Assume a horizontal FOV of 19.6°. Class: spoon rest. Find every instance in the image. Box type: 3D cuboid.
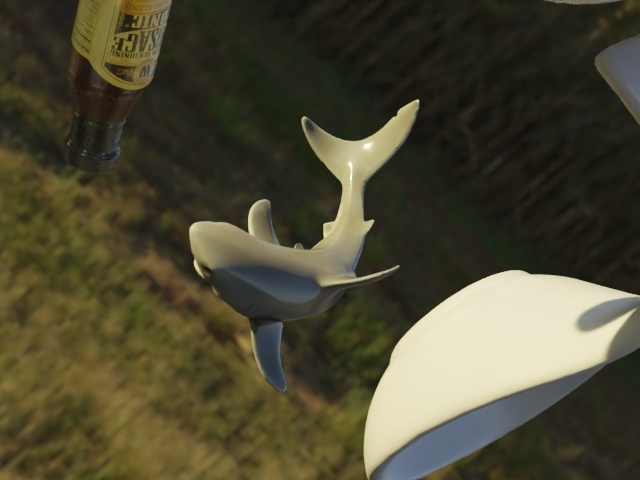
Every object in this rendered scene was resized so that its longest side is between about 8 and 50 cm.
[{"bbox_3d":[0.099,0.031,0.752,0.084,0.137,0.276,56,-32,22],"label":"spoon rest"}]

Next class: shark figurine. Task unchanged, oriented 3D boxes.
[{"bbox_3d":[0.016,0.006,1.436,0.278,0.116,0.166,-43,118,-53],"label":"shark figurine"}]

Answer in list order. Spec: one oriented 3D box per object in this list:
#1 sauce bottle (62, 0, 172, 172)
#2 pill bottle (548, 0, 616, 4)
[{"bbox_3d":[-0.091,-0.090,0.833,0.042,0.128,0.042,11,34,-7],"label":"sauce bottle"},{"bbox_3d":[0.094,-0.161,0.662,0.136,0.136,0.245,48,18,-10],"label":"pill bottle"}]
